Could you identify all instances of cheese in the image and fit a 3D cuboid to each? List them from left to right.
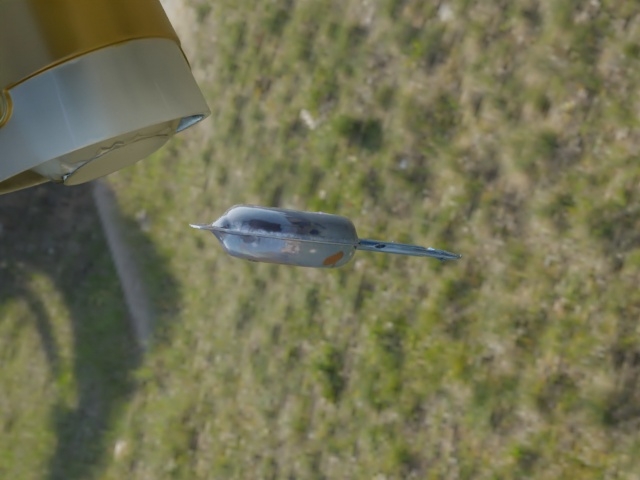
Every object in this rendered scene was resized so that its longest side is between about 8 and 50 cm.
[{"bbox_3d":[0.000,0.000,1.240,0.135,0.244,0.052,-162,79,-73],"label":"cheese"}]

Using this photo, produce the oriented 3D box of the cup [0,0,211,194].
[{"bbox_3d":[-0.220,-0.151,1.021,0.241,0.185,0.226,-17,94,48],"label":"cup"}]
